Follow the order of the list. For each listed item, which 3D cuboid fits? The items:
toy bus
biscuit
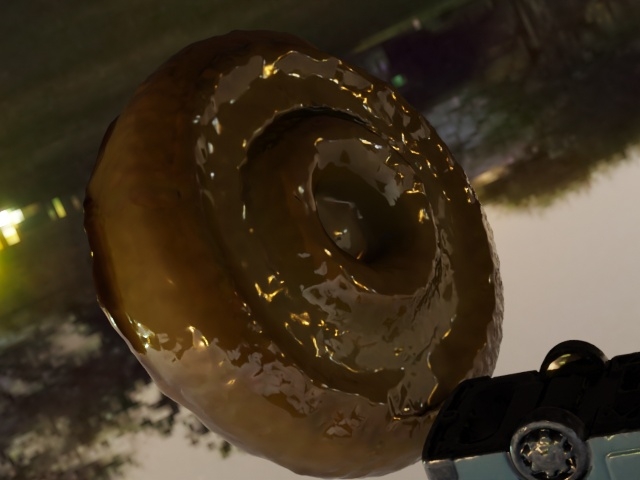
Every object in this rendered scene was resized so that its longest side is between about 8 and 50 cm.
[{"bbox_3d":[0.100,0.069,0.409,0.123,0.075,0.060,-13,-164,24],"label":"toy bus"},{"bbox_3d":[0.000,0.000,0.865,0.296,0.296,0.102,-28,175,-46],"label":"biscuit"}]
